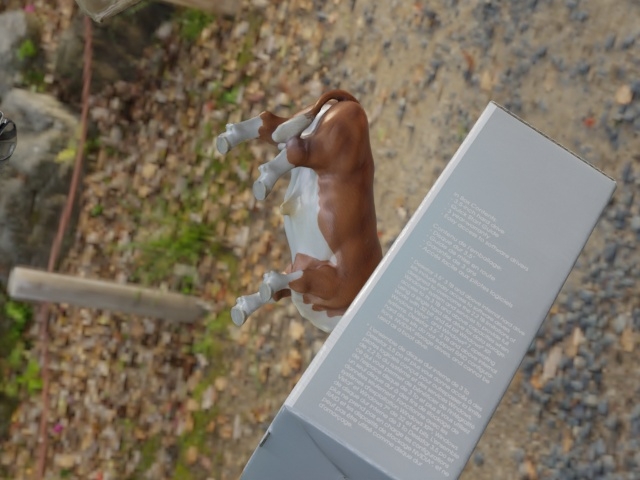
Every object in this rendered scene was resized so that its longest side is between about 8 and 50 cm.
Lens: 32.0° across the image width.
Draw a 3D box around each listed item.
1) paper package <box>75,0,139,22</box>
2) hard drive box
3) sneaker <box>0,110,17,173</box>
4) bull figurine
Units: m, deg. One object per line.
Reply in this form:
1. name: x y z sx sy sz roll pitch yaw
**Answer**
1. paper package: -0.177 -0.406 0.976 0.168 0.325 0.309 -23 21 24
2. hard drive box: 0.053 0.065 0.631 0.232 0.089 0.181 -53 -6 -35
3. sneaker: -0.387 -0.146 1.125 0.086 0.163 0.226 97 171 -71
4. bull figurine: 0.000 0.000 1.173 0.101 0.188 0.310 -2 97 52
